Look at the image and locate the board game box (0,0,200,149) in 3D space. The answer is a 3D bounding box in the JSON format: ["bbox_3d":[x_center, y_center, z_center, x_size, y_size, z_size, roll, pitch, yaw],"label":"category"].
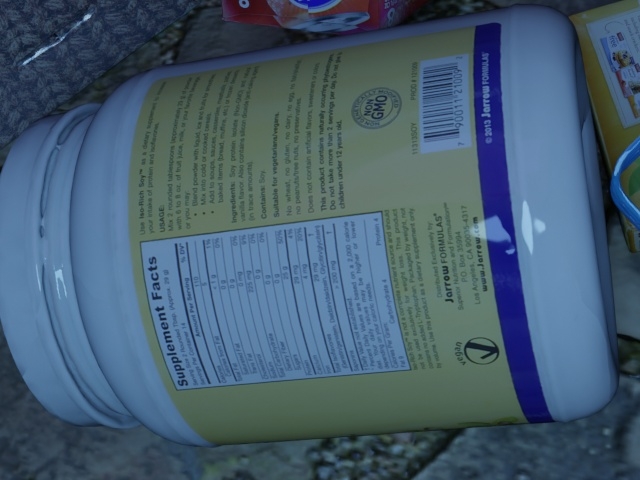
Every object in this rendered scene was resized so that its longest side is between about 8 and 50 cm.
[{"bbox_3d":[-0.284,-0.262,0.968,0.232,0.141,0.291,-36,59,0],"label":"board game box"}]

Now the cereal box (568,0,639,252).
[{"bbox_3d":[0.300,-0.102,0.738,0.240,0.047,0.173,-13,63,12],"label":"cereal box"}]

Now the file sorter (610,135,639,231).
[{"bbox_3d":[0.227,-0.032,0.614,0.118,0.170,0.104,-44,81,10],"label":"file sorter"}]

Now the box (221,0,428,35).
[{"bbox_3d":[0.036,-0.242,0.782,0.122,0.128,0.257,10,31,24],"label":"box"}]

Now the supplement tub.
[{"bbox_3d":[0.000,0.000,0.682,0.331,0.241,0.241,-7,63,17],"label":"supplement tub"}]
